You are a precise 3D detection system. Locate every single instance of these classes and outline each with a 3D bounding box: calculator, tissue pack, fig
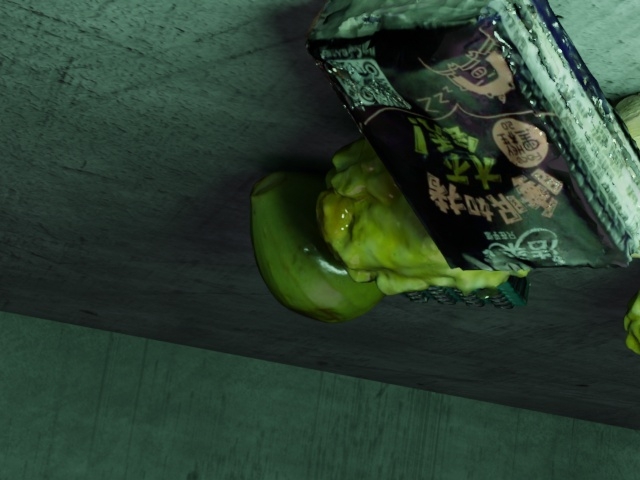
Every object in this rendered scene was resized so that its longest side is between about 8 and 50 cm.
[{"bbox_3d":[0.208,0.061,2.342,0.248,0.058,0.274,4,167,18],"label":"calculator"},{"bbox_3d":[0.156,-0.111,1.373,0.245,0.123,0.332,-1,136,44],"label":"tissue pack"},{"bbox_3d":[0.001,0.010,1.961,0.207,0.207,0.230,-4,162,40],"label":"fig"}]

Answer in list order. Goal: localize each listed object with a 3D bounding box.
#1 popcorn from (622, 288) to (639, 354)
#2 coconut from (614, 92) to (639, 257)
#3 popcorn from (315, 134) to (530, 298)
[{"bbox_3d":[0.549,0.097,2.038,0.181,0.216,0.235,36,171,0],"label":"popcorn"},{"bbox_3d":[0.364,-0.068,1.497,0.194,0.194,0.194,8,166,2],"label":"coconut"},{"bbox_3d":[0.140,-0.037,1.679,0.286,0.215,0.252,0,160,42],"label":"popcorn"}]
